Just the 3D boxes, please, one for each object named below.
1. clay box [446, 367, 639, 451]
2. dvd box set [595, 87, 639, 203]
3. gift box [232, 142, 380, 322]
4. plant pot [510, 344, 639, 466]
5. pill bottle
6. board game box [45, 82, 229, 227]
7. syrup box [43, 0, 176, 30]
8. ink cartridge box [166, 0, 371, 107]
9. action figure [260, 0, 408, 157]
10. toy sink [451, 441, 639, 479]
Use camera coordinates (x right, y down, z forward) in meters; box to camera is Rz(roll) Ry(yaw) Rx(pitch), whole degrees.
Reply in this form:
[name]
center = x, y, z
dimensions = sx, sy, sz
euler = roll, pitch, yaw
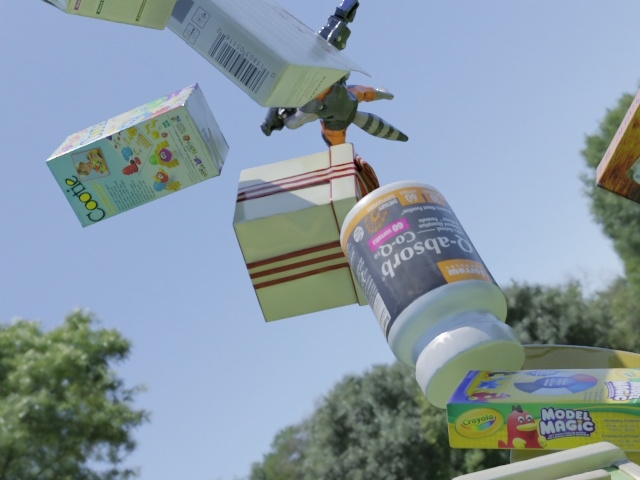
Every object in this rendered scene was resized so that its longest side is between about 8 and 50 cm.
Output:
[clay box]
center = 0.248, 0.166, 0.925
dimensions = 0.222, 0.053, 0.127
euler = -5, 6, 20
[dvd box set]
center = 0.562, -0.190, 1.104
dimensions = 0.062, 0.308, 0.420
euler = -60, -8, -56
[gift box]
center = 0.000, 0.000, 1.689
dimensions = 0.258, 0.276, 0.255
euler = -13, -56, 6
[plant pot]
center = 0.377, 0.265, 1.212
dimensions = 0.187, 0.212, 0.212
euler = -13, 35, 25
[pill bottle]
center = 0.142, 0.066, 1.197
dimensions = 0.162, 0.278, 0.162
euler = -14, -41, -13
[board game box]
center = -0.325, -0.155, 1.674
dimensions = 0.275, 0.144, 0.142
euler = -20, 23, 11
[syrup box]
center = -0.273, -0.336, 1.168
dimensions = 0.096, 0.093, 0.237
euler = -65, -14, 14
[ink cartridge box]
center = -0.107, -0.352, 1.612
dimensions = 0.091, 0.308, 0.385
euler = -54, -14, 18
[action figure]
center = 0.052, -0.317, 1.872
dimensions = 0.330, 0.178, 0.341
euler = 26, -87, -53
[toy sink]
center = 0.180, 0.233, 0.658
dimensions = 0.153, 0.131, 0.234
euler = -7, 9, -18
